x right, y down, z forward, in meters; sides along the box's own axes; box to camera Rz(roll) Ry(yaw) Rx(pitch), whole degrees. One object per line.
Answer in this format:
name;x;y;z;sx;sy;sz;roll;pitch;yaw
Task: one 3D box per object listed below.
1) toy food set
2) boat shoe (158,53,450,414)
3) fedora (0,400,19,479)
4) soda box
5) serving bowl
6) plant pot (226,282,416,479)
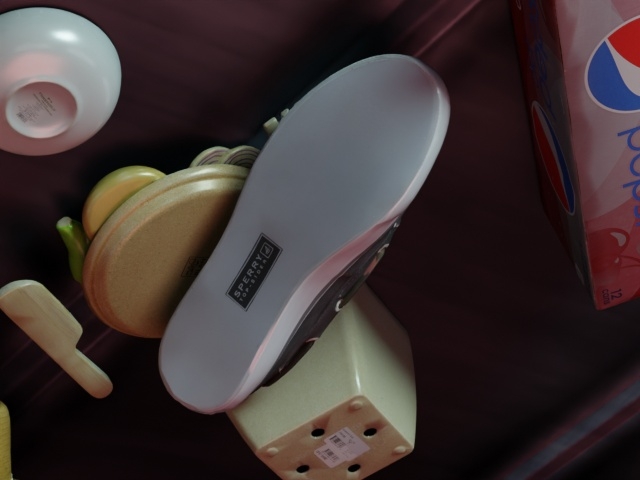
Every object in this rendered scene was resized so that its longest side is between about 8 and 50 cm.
toy food set;-0.077;0.000;0.766;0.192;0.038;0.132;-32;140;-3
boat shoe;0.000;0.000;0.734;0.229;0.080;0.076;-58;158;19
fedora;-0.235;0.116;0.763;0.194;0.194;0.079;7;92;-24
soda box;0.153;-0.088;0.712;0.083;0.092;0.263;-18;136;0
serving bowl;-0.138;-0.072;0.677;0.083;0.027;0.083;-9;134;-9
plant pot;-0.003;0.090;0.827;0.109;0.096;0.109;-29;134;11
